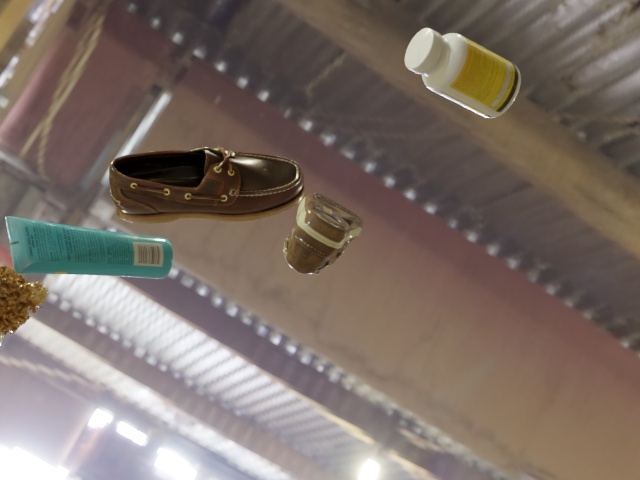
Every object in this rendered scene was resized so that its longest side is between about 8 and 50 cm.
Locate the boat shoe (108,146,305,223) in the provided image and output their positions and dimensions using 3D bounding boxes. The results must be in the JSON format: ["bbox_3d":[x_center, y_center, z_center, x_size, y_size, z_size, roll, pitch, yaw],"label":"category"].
[{"bbox_3d":[-0.119,-0.063,1.306,0.207,0.073,0.073,-7,-44,-6],"label":"boat shoe"}]

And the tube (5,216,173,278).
[{"bbox_3d":[-0.281,0.014,1.516,0.207,0.080,0.052,7,-43,-37],"label":"tube"}]

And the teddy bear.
[{"bbox_3d":[-0.511,0.082,1.599,0.245,0.113,0.338,-24,-23,9],"label":"teddy bear"}]

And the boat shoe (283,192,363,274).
[{"bbox_3d":[-0.007,-0.004,1.730,0.095,0.095,0.257,31,9,6],"label":"boat shoe"}]

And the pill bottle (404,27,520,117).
[{"bbox_3d":[0.235,-0.282,2.061,0.184,0.103,0.103,23,-16,-28],"label":"pill bottle"}]
